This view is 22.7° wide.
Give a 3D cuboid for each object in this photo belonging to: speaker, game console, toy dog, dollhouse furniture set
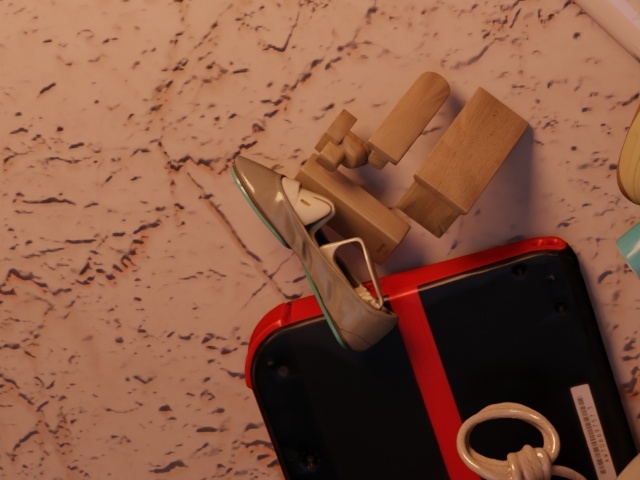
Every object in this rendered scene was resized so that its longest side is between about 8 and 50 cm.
[{"bbox_3d":[0.245,-0.215,1.365,0.136,0.055,0.055,42,113,-2],"label":"speaker"},{"bbox_3d":[0.130,0.211,1.543,0.342,0.060,0.386,-16,104,13],"label":"game console"},{"bbox_3d":[0.290,0.249,1.422,0.333,0.220,0.161,-11,141,0],"label":"toy dog"},{"bbox_3d":[0.077,-0.075,1.470,0.144,0.123,0.151,37,148,0],"label":"dollhouse furniture set"}]

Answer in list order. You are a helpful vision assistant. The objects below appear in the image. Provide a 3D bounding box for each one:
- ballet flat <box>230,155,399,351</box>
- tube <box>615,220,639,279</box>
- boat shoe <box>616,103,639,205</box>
[{"bbox_3d":[0.000,0.000,1.459,0.068,0.072,0.213,-33,88,13],"label":"ballet flat"},{"bbox_3d":[0.357,-0.039,1.402,0.207,0.052,0.080,-39,96,17],"label":"tube"},{"bbox_3d":[0.337,-0.146,1.323,0.104,0.089,0.285,-3,117,-32],"label":"boat shoe"}]
